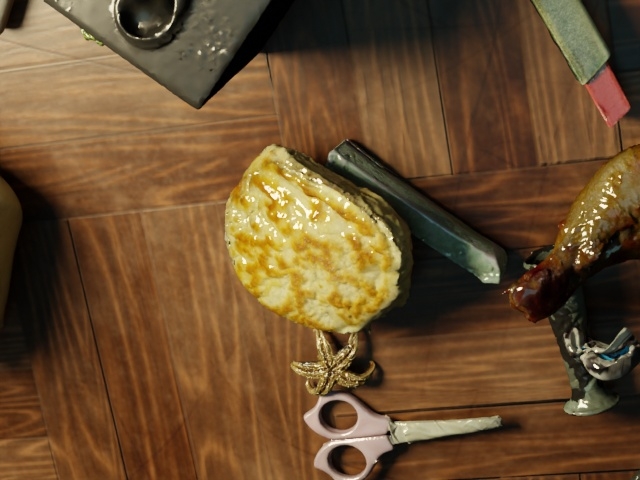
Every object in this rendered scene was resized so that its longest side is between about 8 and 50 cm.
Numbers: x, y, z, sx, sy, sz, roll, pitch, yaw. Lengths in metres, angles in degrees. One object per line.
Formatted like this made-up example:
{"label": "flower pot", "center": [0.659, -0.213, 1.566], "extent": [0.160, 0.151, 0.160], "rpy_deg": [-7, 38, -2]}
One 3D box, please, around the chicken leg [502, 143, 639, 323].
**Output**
{"label": "chicken leg", "center": [0.331, -0.008, 1.388], "extent": [0.322, 0.083, 0.177], "rpy_deg": [0, 76, 11]}

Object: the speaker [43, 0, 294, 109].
{"label": "speaker", "center": [-0.087, -0.286, 1.333], "extent": [0.184, 0.232, 0.254], "rpy_deg": [36, 113, -2]}

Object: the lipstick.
{"label": "lipstick", "center": [0.203, -0.246, 1.379], "extent": [0.051, 0.051, 0.312], "rpy_deg": [-29, 102, 19]}

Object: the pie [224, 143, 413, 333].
{"label": "pie", "center": [0.000, 0.000, 1.476], "extent": [0.205, 0.084, 0.179], "rpy_deg": [28, 130, 11]}

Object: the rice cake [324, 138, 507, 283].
{"label": "rice cake", "center": [0.097, -0.028, 1.480], "extent": [0.211, 0.043, 0.034], "rpy_deg": [34, 120, 1]}

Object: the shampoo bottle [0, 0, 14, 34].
{"label": "shampoo bottle", "center": [-0.323, -0.317, 1.472], "extent": [0.086, 0.056, 0.227], "rpy_deg": [21, 112, -2]}

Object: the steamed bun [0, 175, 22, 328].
{"label": "steamed bun", "center": [-0.469, 0.015, 1.510], "extent": [0.290, 0.272, 0.273], "rpy_deg": [21, 111, 2]}

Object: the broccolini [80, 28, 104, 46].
{"label": "broccolini", "center": [-0.272, -0.282, 1.443], "extent": [0.239, 0.054, 0.051], "rpy_deg": [48, 69, -25]}

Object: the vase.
{"label": "vase", "center": [0.248, 0.090, 1.476], "extent": [0.059, 0.059, 0.167], "rpy_deg": [-13, 105, 17]}

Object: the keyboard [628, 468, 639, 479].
{"label": "keyboard", "center": [0.412, 0.200, 1.492], "extent": [0.103, 0.041, 0.381], "rpy_deg": [39, 119, -3]}

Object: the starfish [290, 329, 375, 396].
{"label": "starfish", "center": [0.015, 0.127, 1.561], "extent": [0.078, 0.028, 0.091], "rpy_deg": [38, 108, 1]}

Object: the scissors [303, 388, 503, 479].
{"label": "scissors", "center": [0.088, 0.199, 1.571], "extent": [0.212, 0.021, 0.110], "rpy_deg": [-9, 103, 16]}

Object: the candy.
{"label": "candy", "center": [0.344, 0.097, 1.415], "extent": [0.226, 0.094, 0.051], "rpy_deg": [-1, 101, -3]}
